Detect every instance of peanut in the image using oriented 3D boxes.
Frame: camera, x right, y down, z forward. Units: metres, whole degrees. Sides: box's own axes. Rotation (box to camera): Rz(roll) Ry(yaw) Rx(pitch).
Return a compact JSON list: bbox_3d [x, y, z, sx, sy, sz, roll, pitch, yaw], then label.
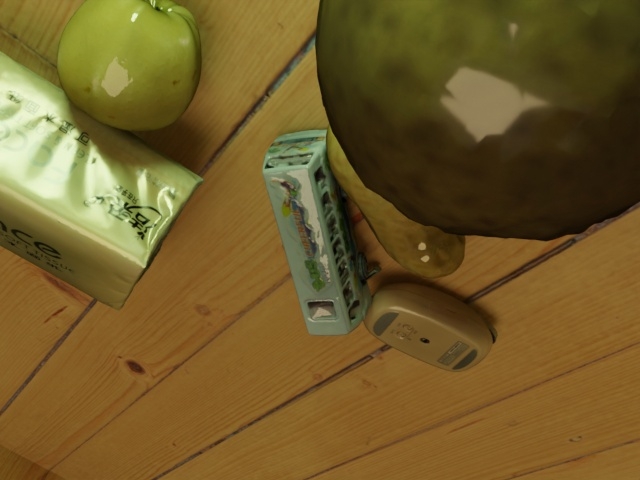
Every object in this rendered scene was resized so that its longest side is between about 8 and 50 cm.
[{"bbox_3d":[0.120,-0.065,0.934,0.148,0.147,0.319,-16,123,31],"label":"peanut"}]

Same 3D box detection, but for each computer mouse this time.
[{"bbox_3d":[0.192,0.151,1.156,0.237,0.082,0.145,23,135,-6],"label":"computer mouse"}]

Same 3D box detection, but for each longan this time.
[{"bbox_3d":[0.186,-0.188,0.650,0.391,0.391,0.391,10,135,10],"label":"longan"}]

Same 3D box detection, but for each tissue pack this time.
[{"bbox_3d":[-0.427,-0.085,1.007,0.405,0.205,0.332,31,153,-12],"label":"tissue pack"}]

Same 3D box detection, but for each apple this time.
[{"bbox_3d":[-0.250,-0.239,0.865,0.200,0.200,0.200,10,135,10],"label":"apple"}]

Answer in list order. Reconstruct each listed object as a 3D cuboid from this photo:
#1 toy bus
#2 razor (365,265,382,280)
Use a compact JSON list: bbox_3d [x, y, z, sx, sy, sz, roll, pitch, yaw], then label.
[{"bbox_3d":[0.000,0.000,1.014,0.109,0.136,0.329,-5,119,17],"label":"toy bus"},{"bbox_3d":[0.007,0.002,1.118,0.084,0.036,0.211,-37,108,26],"label":"razor"}]
